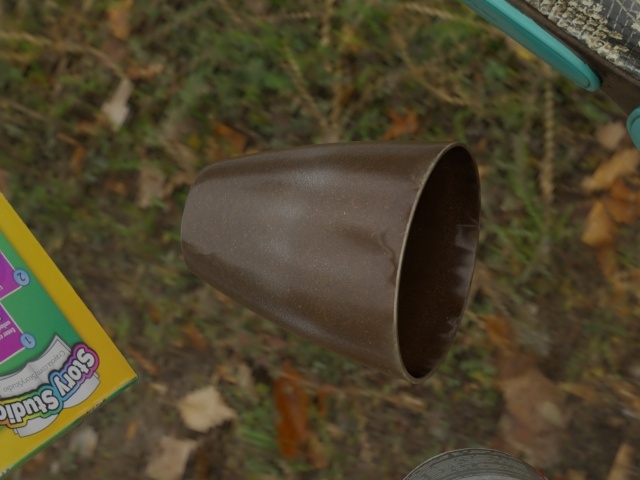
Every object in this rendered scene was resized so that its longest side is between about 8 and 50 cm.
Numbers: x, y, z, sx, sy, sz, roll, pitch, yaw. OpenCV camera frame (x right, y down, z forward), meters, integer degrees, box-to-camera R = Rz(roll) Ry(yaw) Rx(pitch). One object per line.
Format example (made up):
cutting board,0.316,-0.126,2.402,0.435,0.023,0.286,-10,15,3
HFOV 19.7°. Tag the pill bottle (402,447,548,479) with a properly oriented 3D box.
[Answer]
pill bottle,0.126,0.250,1.453,0.161,0.283,0.161,0,92,1

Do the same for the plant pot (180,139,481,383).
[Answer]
plant pot,0.000,0.000,1.650,0.230,0.215,0.215,11,80,20

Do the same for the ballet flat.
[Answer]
ballet flat,0.260,-0.140,1.387,0.182,0.164,0.483,-43,86,1

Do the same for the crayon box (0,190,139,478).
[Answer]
crayon box,-0.249,0.085,1.016,0.165,0.278,0.081,53,131,1
